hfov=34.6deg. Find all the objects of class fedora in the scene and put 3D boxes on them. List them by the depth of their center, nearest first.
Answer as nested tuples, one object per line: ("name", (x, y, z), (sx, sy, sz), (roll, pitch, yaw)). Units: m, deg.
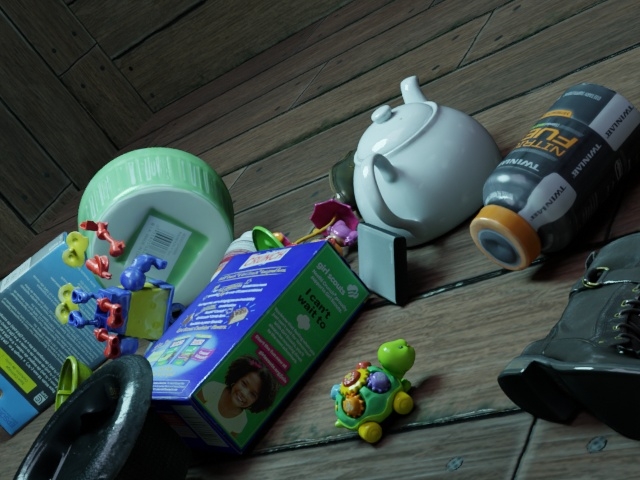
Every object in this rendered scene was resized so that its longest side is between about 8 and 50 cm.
("fedora", (-0.279, 0.312, 1.345), (0.334, 0.152, 0.334), (-44, 22, 24))

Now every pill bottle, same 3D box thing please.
("pill bottle", (0.291, -0.074, 1.281), (0.245, 0.130, 0.130), (-47, 21, -22))
("pill bottle", (-0.134, 0.049, 1.816), (0.086, 0.086, 0.152), (-27, 21, 28))

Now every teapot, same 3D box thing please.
("teapot", (0.140, -0.123, 1.571), (0.252, 0.187, 0.256), (-42, 21, -10))

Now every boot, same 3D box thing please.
("boot", (0.303, 0.071, 0.993), (0.229, 0.091, 0.263), (-47, 19, -22))
("boot", (0.082, -0.129, 1.846), (0.106, 0.082, 0.219), (-33, 18, 21))

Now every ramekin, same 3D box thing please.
("ramekin", (-0.305, -0.010, 1.947), (0.303, 0.303, 0.148), (-36, 27, 5))

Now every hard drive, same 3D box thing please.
("hard drive", (0.089, 0.031, 1.467), (0.022, 0.094, 0.135), (-6, 11, -19))

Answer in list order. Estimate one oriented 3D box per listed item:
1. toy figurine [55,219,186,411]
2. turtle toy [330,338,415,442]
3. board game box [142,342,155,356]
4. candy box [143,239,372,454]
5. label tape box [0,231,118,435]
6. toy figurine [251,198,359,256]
("toy figurine", (-0.314, 0.154, 1.761), (0.191, 0.217, 0.362), (12, 96, 48))
("turtle toy", (0.064, 0.173, 1.216), (0.130, 0.066, 0.095), (-41, 20, -9))
("board game box", (-0.254, 0.192, 1.791), (0.154, 0.026, 0.103), (-26, 23, 31))
("candy box", (-0.120, 0.152, 1.507), (0.317, 0.122, 0.268), (-50, 22, -28))
("label tape box", (-0.555, 0.180, 2.022), (0.334, 0.240, 0.106), (-39, 20, -3))
("toy figurine", (0.000, 0.000, 1.685), (0.159, 0.130, 0.173), (-35, 39, -20))
